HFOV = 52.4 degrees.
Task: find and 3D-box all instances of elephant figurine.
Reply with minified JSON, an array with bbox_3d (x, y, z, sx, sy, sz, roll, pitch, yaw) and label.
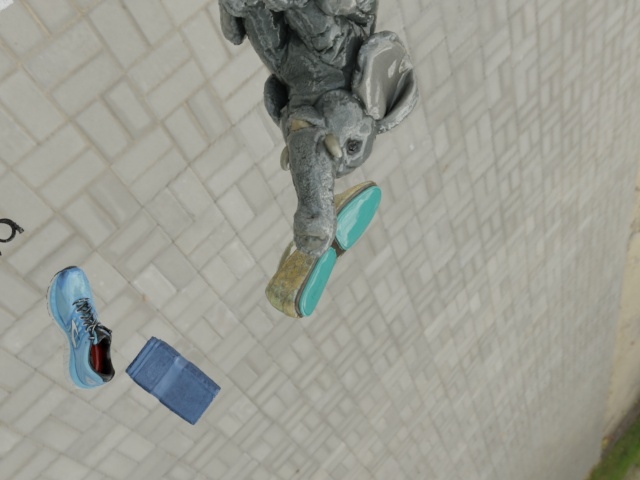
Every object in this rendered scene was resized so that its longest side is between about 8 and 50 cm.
[{"bbox_3d":[0.006,-0.139,0.615,0.186,0.169,0.239,-25,111,-12],"label":"elephant figurine"}]

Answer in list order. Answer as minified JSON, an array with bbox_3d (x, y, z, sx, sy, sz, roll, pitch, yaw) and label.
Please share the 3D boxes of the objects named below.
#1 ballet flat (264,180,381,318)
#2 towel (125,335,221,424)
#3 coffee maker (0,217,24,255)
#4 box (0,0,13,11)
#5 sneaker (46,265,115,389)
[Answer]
[{"bbox_3d":[0.000,0.000,1.332,0.348,0.123,0.123,-57,146,-24],"label":"ballet flat"},{"bbox_3d":[-0.196,0.186,0.867,0.067,0.119,0.029,-51,179,-1],"label":"towel"},{"bbox_3d":[-0.574,-0.020,0.989,0.171,0.120,0.178,-57,171,-28],"label":"coffee maker"},{"bbox_3d":[-0.633,-0.385,1.102,0.063,0.324,0.067,-54,130,-32],"label":"box"},{"bbox_3d":[-0.294,0.109,0.830,0.063,0.073,0.162,-22,102,-55],"label":"sneaker"}]
